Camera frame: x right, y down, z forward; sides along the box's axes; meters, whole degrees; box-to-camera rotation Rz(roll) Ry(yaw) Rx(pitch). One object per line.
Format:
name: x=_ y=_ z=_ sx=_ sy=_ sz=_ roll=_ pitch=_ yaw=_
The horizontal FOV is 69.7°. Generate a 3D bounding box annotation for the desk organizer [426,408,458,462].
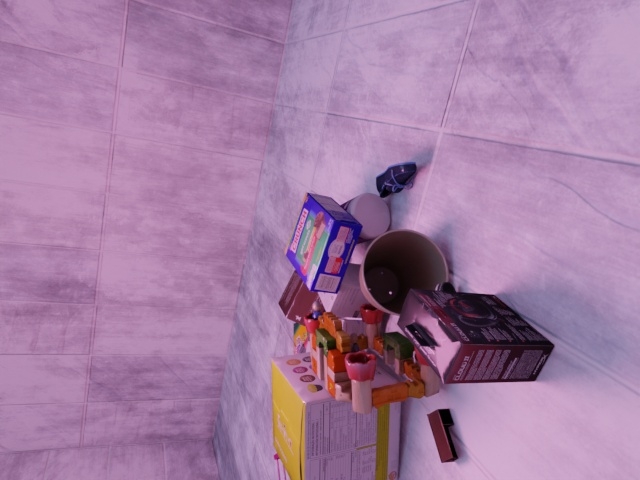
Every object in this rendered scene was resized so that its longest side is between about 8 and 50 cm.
desk organizer: x=0.344 y=0.535 z=1.264 sx=0.050 sy=0.047 sz=0.130 roll=-55 pitch=36 yaw=44

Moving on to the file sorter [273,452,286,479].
file sorter: x=-0.037 y=0.912 z=1.850 sx=0.290 sy=0.202 sz=0.182 roll=124 pitch=141 yaw=-47

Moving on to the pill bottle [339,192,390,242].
pill bottle: x=0.124 y=-0.067 z=1.770 sx=0.301 sy=0.169 sz=0.169 roll=159 pitch=115 yaw=-64

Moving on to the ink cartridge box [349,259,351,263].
ink cartridge box: x=0.002 y=0.073 z=2.004 sx=0.237 sy=0.172 sz=0.100 roll=-135 pitch=55 yaw=-61

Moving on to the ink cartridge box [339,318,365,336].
ink cartridge box: x=0.126 y=0.340 z=1.715 sx=0.052 sy=0.123 sz=0.088 roll=173 pitch=102 yaw=-66

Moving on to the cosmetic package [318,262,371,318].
cosmetic package: x=0.111 y=0.184 z=1.711 sx=0.151 sy=0.184 sz=0.151 roll=-117 pitch=41 yaw=-53

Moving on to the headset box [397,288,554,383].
headset box: x=0.335 y=0.215 z=1.057 sx=0.218 sy=0.293 sz=0.110 roll=-127 pitch=49 yaw=-57

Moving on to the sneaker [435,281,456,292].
sneaker: x=0.372 y=0.196 z=1.253 sx=0.077 sy=0.072 sz=0.178 roll=125 pitch=133 yaw=-66

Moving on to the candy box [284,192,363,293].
candy box: x=0.000 y=0.000 z=1.658 sx=0.268 sy=0.122 sz=0.317 roll=-71 pitch=25 yaw=16

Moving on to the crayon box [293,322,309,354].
crayon box: x=-0.059 y=0.513 z=2.144 sx=0.165 sy=0.081 sz=0.278 roll=142 pitch=130 yaw=-59

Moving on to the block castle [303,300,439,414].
block castle: x=0.142 y=0.318 z=1.425 sx=0.453 sy=0.303 sz=0.212 roll=-155 pitch=61 yaw=-69

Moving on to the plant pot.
plant pot: x=0.224 y=0.120 z=1.442 sx=0.274 sy=0.257 sz=0.256 roll=124 pitch=148 yaw=-75

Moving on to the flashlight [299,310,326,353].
flashlight: x=0.009 y=0.376 z=1.974 sx=0.304 sy=0.103 sz=0.103 roll=-65 pitch=-16 yaw=17

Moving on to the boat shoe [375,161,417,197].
boat shoe: x=0.269 y=-0.205 z=1.588 sx=0.258 sy=0.109 sz=0.089 roll=140 pitch=127 yaw=-80

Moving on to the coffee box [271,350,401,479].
coffee box: x=0.037 y=0.586 z=1.531 sx=0.338 sy=0.334 sz=0.338 roll=-158 pitch=67 yaw=-66

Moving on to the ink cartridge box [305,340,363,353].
ink cartridge box: x=0.047 y=0.473 z=1.757 sx=0.087 sy=0.208 sz=0.153 roll=-146 pitch=66 yaw=-67

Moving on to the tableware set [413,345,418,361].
tableware set: x=0.301 y=0.302 z=1.454 sx=0.154 sy=0.024 sz=0.104 roll=-110 pitch=28 yaw=-43

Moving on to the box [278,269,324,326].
box: x=-0.073 y=0.249 z=2.019 sx=0.191 sy=0.143 sz=0.381 roll=-64 pitch=7 yaw=-3
